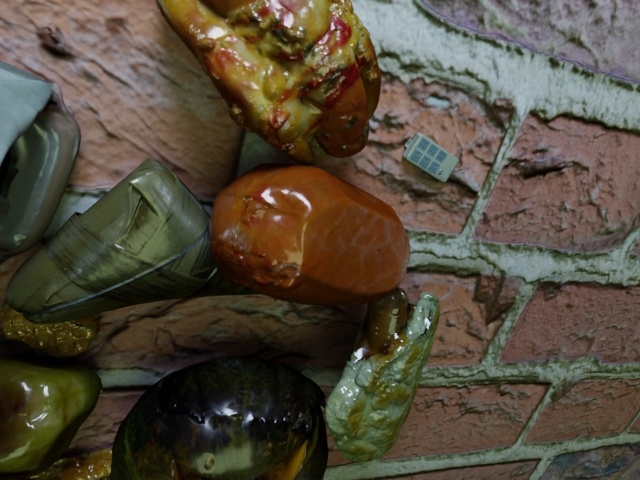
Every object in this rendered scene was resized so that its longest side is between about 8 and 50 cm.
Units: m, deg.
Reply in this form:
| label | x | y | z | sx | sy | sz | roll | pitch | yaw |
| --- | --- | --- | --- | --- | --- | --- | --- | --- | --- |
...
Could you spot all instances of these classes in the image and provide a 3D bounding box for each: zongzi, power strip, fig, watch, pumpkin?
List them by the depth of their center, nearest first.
| label | x | y | z | sx | sy | sz | roll | pitch | yaw |
| --- | --- | --- | --- | --- | --- | --- | --- | --- | --- |
| watch | -0.327 | -0.025 | 0.359 | 0.162 | 0.241 | 0.253 | 21 | 108 | -26 |
| zongzi | -0.200 | 0.053 | 0.523 | 0.221 | 0.112 | 0.242 | -38 | 123 | 1 |
| fig | -0.353 | 0.204 | 0.529 | 0.144 | 0.166 | 0.154 | -6 | 103 | 20 |
| power strip | 0.157 | -0.116 | 0.612 | 0.090 | 0.016 | 0.040 | 24 | 107 | -28 |
| pumpkin | -0.139 | 0.312 | 0.635 | 0.321 | 0.192 | 0.320 | -10 | 121 | -16 |

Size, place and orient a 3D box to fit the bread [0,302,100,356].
| label | x | y | z | sx | sy | sz | roll | pitch | yaw |
| --- | --- | --- | --- | --- | --- | --- | --- | --- | --- |
| bread | -0.337 | 0.104 | 0.541 | 0.083 | 0.044 | 0.111 | -45 | 124 | 9 |

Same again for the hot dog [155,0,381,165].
| label | x | y | z | sx | sy | sz | roll | pitch | yaw |
| --- | --- | --- | --- | --- | --- | --- | --- | --- | --- |
| hot dog | -0.037 | -0.179 | 0.430 | 0.150 | 0.153 | 0.257 | -43 | 122 | 6 |

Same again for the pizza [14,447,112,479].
| label | x | y | z | sx | sy | sz | roll | pitch | yaw |
| --- | --- | --- | --- | --- | --- | --- | --- | --- | --- |
| pizza | -0.389 | 0.415 | 0.668 | 0.336 | 0.086 | 0.226 | 35 | 103 | -29 |

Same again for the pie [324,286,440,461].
| label | x | y | z | sx | sy | sz | roll | pitch | yaw |
| --- | --- | --- | --- | --- | --- | --- | --- | --- | --- |
| pie | 0.112 | 0.203 | 0.665 | 0.257 | 0.106 | 0.274 | 32 | 80 | -54 |

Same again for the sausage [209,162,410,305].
| label | x | y | z | sx | sy | sz | roll | pitch | yaw |
| --- | --- | --- | --- | --- | --- | --- | --- | --- | --- |
| sausage | -0.001 | 0.000 | 0.514 | 0.268 | 0.141 | 0.153 | 14 | 94 | -48 |
